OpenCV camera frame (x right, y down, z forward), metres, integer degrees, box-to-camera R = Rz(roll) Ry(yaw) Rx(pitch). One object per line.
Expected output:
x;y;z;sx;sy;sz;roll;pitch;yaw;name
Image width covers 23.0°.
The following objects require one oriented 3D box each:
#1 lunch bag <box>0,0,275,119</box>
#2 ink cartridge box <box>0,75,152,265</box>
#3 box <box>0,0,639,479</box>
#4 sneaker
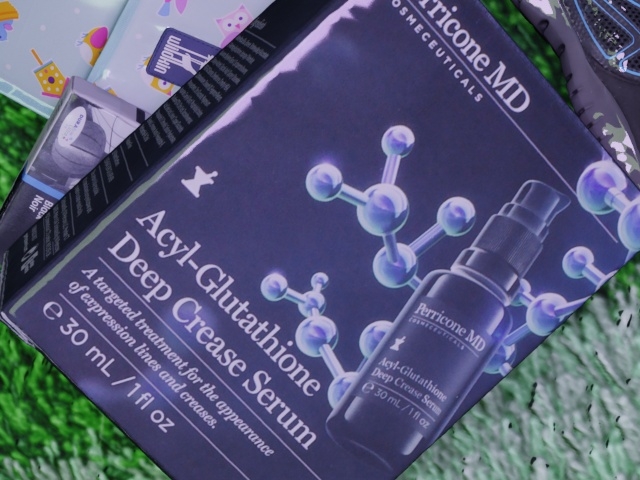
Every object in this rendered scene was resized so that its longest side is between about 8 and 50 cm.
-0.161;-0.195;1.368;0.262;0.160;0.223;32;107;10;lunch bag
-0.100;0.011;1.331;0.333;0.065;0.165;26;104;-16;ink cartridge box
0.000;0.000;1.196;0.395;0.212;0.293;-43;106;0;box
0.257;-0.144;1.243;0.140;0.125;0.340;-31;86;13;sneaker
